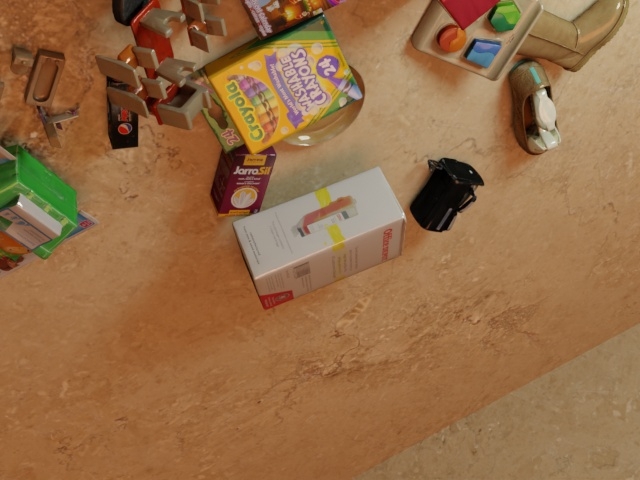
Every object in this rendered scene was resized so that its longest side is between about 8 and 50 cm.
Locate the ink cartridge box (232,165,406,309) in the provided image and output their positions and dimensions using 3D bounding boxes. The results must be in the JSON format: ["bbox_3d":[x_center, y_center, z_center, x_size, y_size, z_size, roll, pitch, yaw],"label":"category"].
[{"bbox_3d":[0.000,0.000,2.183,0.385,0.160,0.279,-21,160,-6],"label":"ink cartridge box"}]

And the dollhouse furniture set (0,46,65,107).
[{"bbox_3d":[-0.570,-0.277,1.676,0.151,0.123,0.144,6,130,-33],"label":"dollhouse furniture set"}]

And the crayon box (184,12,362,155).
[{"bbox_3d":[-0.099,-0.322,1.865,0.323,0.083,0.203,-28,121,2],"label":"crayon box"}]

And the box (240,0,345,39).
[{"bbox_3d":[-0.084,-0.543,1.685,0.201,0.057,0.293,-24,139,5],"label":"box"}]

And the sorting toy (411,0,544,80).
[{"bbox_3d":[0.367,-0.509,1.930,0.229,0.041,0.307,19,124,-17],"label":"sorting toy"}]

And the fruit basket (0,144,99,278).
[{"bbox_3d":[-0.699,-0.029,1.845,0.353,0.165,0.327,-30,140,10],"label":"fruit basket"}]

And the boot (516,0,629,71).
[{"bbox_3d":[0.556,-0.507,2.053,0.270,0.089,0.236,9,128,-33],"label":"boot"}]

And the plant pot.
[{"bbox_3d":[-0.013,-0.316,1.999,0.236,0.032,0.236,-14,138,-13],"label":"plant pot"}]

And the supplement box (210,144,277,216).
[{"bbox_3d":[-0.180,-0.149,2.048,0.104,0.080,0.188,-2,134,-26],"label":"supplement box"}]

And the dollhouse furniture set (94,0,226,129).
[{"bbox_3d":[-0.306,-0.339,1.692,0.262,0.135,0.259,-55,156,-30],"label":"dollhouse furniture set"}]

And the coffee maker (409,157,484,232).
[{"bbox_3d":[0.312,-0.123,2.327,0.171,0.120,0.178,22,122,-14],"label":"coffee maker"}]

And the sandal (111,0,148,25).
[{"bbox_3d":[-0.337,-0.568,1.488,0.107,0.167,0.445,20,140,7],"label":"sandal"}]

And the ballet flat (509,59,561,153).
[{"bbox_3d":[0.556,-0.304,2.237,0.116,0.124,0.342,-25,140,-1],"label":"ballet flat"}]

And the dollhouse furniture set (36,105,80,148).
[{"bbox_3d":[-0.509,-0.219,1.781,0.081,0.114,0.091,-20,137,-14],"label":"dollhouse furniture set"}]

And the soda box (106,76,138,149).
[{"bbox_3d":[-0.407,-0.270,1.823,0.060,0.053,0.169,-8,136,-20],"label":"soda box"}]

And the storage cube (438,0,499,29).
[{"bbox_3d":[0.278,-0.570,1.743,0.193,0.215,0.184,-38,131,15],"label":"storage cube"}]
